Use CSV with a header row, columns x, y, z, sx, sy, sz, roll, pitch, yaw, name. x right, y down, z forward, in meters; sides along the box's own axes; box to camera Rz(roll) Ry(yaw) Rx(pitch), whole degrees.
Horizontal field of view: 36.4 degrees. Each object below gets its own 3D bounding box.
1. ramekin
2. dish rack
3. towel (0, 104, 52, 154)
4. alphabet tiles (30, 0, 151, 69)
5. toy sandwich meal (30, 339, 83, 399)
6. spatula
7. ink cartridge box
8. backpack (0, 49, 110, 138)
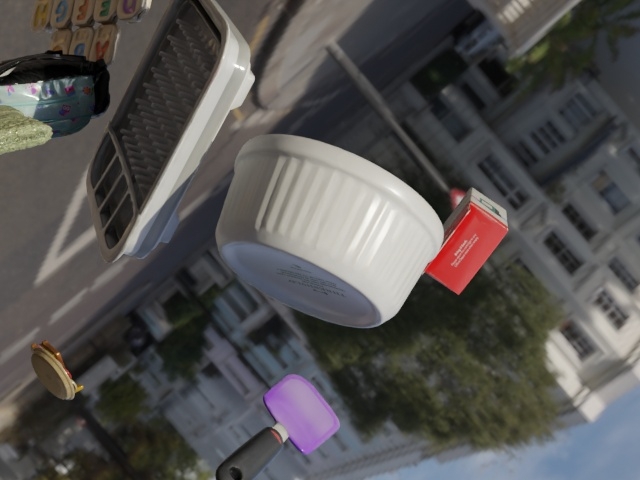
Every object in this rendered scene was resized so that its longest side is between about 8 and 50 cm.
x,y,z,sx,sy,sz,roll,pitch,yaw,name
0.000,0.000,1.153,0.127,0.273,0.273,-65,-171,-20,ramekin
-0.191,-0.150,1.242,0.333,0.072,0.285,-60,-150,18,dish rack
-0.345,-0.101,0.938,0.148,0.027,0.110,-17,-154,-35,towel
-0.336,-0.382,1.436,0.284,0.278,0.021,6,173,42,alphabet tiles
-0.321,0.157,1.187,0.029,0.085,0.085,-38,179,-36,toy sandwich meal
-0.045,0.193,0.965,0.030,0.084,0.296,-39,174,13,spatula
0.233,0.001,1.574,0.134,0.078,0.231,-55,178,15,ink cartridge box
-0.392,-0.194,1.324,0.182,0.115,0.152,-19,-160,-36,backpack
